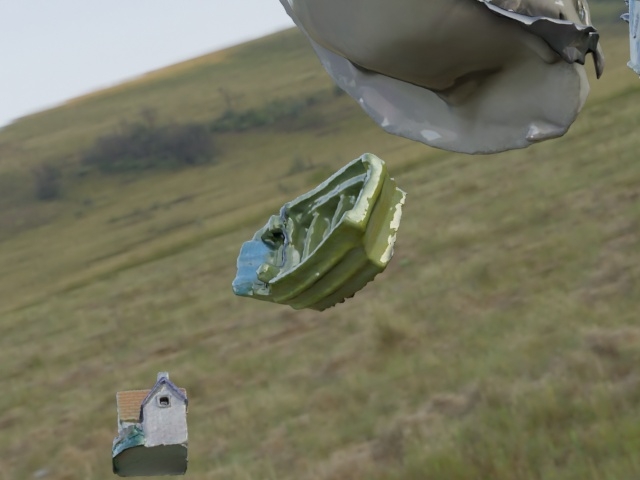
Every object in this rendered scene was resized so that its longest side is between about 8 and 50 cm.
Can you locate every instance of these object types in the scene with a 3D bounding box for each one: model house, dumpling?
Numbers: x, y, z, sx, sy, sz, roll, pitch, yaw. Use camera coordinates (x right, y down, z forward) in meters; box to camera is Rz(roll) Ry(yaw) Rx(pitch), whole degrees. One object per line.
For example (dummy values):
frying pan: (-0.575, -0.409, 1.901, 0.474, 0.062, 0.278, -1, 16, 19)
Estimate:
model house: (-0.192, 0.204, 1.489, 0.087, 0.100, 0.101, 0, -28, -9)
dumpling: (0.042, -0.168, 0.810, 0.204, 0.293, 0.163, -31, 6, 25)

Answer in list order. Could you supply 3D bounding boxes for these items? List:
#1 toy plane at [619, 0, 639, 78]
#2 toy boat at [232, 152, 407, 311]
toy plane: (0.316, -0.267, 1.285, 0.088, 0.192, 0.262, 9, 21, -6)
toy boat: (0.005, 0.003, 1.314, 0.084, 0.111, 0.276, 26, -27, -18)
